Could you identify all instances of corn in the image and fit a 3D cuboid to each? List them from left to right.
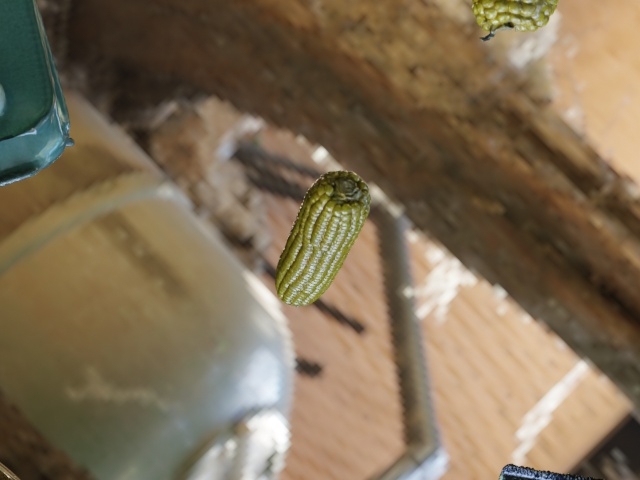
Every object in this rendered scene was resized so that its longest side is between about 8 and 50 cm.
[{"bbox_3d":[0.000,0.000,2.295,0.080,0.080,0.231,-35,163,-33],"label":"corn"},{"bbox_3d":[0.225,-0.355,2.095,0.101,0.101,0.310,65,34,-76],"label":"corn"}]

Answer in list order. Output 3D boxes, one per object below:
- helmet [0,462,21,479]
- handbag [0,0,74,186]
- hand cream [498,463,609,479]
[{"bbox_3d":[-0.241,0.186,1.201,0.130,0.224,0.198,-43,155,-11],"label":"helmet"},{"bbox_3d":[-0.341,-0.155,1.428,0.268,0.274,0.100,-14,163,-3],"label":"handbag"},{"bbox_3d":[0.200,0.350,1.943,0.061,0.120,0.271,-108,-148,-64],"label":"hand cream"}]
